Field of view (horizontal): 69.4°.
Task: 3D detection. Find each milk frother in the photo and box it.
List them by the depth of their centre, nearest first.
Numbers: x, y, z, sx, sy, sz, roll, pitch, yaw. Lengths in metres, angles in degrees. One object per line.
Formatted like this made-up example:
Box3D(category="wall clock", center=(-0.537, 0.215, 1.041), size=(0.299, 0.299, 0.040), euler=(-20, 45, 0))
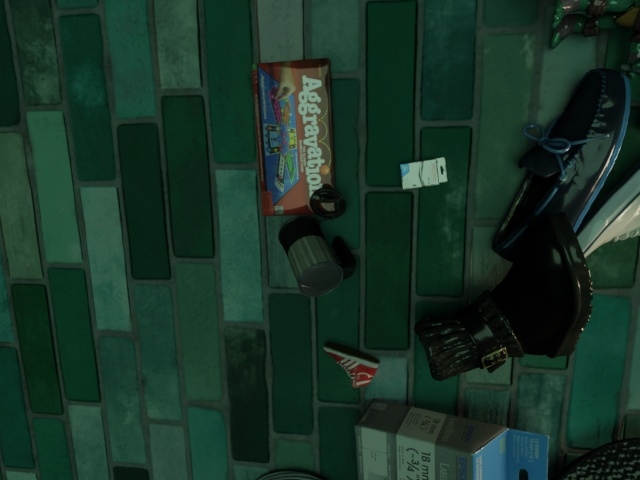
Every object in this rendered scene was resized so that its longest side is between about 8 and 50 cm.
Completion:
Box3D(category="milk frother", center=(0.000, 0.000, 0.828), size=(0.129, 0.134, 0.143), euler=(-14, 134, -13))

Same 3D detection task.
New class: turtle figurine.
Box3D(category="turtle figurine", center=(0.472, -0.321, 0.678), size=(0.234, 0.175, 0.118), euler=(16, 74, 27))

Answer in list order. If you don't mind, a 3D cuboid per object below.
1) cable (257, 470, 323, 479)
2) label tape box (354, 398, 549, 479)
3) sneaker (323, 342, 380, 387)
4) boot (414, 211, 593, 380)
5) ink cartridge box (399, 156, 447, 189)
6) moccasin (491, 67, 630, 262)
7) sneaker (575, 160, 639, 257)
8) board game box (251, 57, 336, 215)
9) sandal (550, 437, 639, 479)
Box3D(category="cable", center=(-0.057, 0.638, 1.011), size=(0.257, 0.089, 0.257), euler=(10, 103, 7))
Box3D(category="label tape box", center=(0.240, 0.460, 0.870), size=(0.334, 0.106, 0.240), euler=(2, 103, 28))
Box3D(category="sneaker", center=(0.054, 0.255, 0.937), size=(0.118, 0.042, 0.067), euler=(19, 101, 2))
Box3D(category="boot", center=(0.283, 0.116, 0.765), size=(0.260, 0.131, 0.348), euler=(-11, 133, 10))
Box3D(category="ink cartridge box", center=(0.189, -0.123, 0.844), size=(0.083, 0.028, 0.048), euler=(-8, 101, 10))
Box3D(category="moccasin", center=(0.386, -0.112, 0.758), size=(0.117, 0.138, 0.342), euler=(14, 103, -2))
Box3D(category="sneaker", center=(0.516, -0.043, 0.772), size=(0.091, 0.094, 0.258), euler=(44, 104, 13))
Box3D(category="board game box", center=(-0.047, -0.188, 0.868), size=(0.145, 0.027, 0.281), euler=(-2, 102, 8))
Box3D(category="sandal", center=(0.509, 0.501, 0.884), size=(0.446, 0.107, 0.167), euler=(-34, 67, 19))
